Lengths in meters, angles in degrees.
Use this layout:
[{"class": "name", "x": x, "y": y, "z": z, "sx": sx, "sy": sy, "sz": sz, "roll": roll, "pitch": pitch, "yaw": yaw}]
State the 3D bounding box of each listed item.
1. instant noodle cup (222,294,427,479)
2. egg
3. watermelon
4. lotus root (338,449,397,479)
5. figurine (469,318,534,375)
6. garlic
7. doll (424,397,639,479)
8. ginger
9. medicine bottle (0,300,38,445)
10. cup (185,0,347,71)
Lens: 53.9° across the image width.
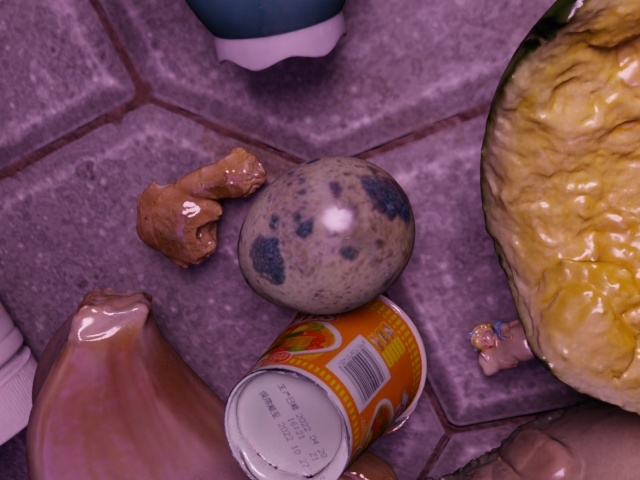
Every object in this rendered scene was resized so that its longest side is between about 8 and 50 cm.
[{"class": "instant noodle cup", "x": 0.003, "y": 0.144, "z": 0.598, "sx": 0.168, "sy": 0.185, "sz": 0.168, "roll": 4, "pitch": 102, "yaw": 21}, {"class": "egg", "x": 0.000, "y": 0.000, "z": 0.578, "sx": 0.182, "sy": 0.141, "sz": 0.141, "roll": -23, "pitch": 105, "yaw": 33}, {"class": "watermelon", "x": 0.267, "y": -0.057, "z": 0.439, "sx": 0.331, "sy": 0.189, "sz": 0.330, "roll": 1, "pitch": 118, "yaw": 1}, {"class": "lotus root", "x": 0.041, "y": 0.281, "z": 0.742, "sx": 0.150, "sy": 0.062, "sz": 0.073, "roll": 22, "pitch": 94, "yaw": 10}, {"class": "figurine", "x": 0.182, "y": 0.097, "z": 0.623, "sx": 0.083, "sy": 0.047, "sz": 0.050, "roll": -37, "pitch": 84, "yaw": 36}, {"class": "garlic", "x": -0.191, "y": 0.229, "z": 0.736, "sx": 0.340, "sy": 0.231, "sz": 0.246, "roll": 43, "pitch": 80, "yaw": -13}, {"class": "doll", "x": 0.228, "y": 0.280, "z": 0.590, "sx": 0.349, "sy": 0.247, "sz": 0.247, "roll": -31, "pitch": 102, "yaw": 42}, {"class": "ginger", "x": -0.125, "y": -0.027, "z": 0.647, "sx": 0.165, "sy": 0.067, "sz": 0.096, "roll": -22, "pitch": 84, "yaw": 26}, {"class": "medicine bottle", "x": -0.492, "y": 0.102, "z": 0.762, "sx": 0.190, "sy": 0.190, "sz": 0.332, "roll": -18, "pitch": 107, "yaw": 25}, {"class": "cup", "x": -0.045, "y": -0.229, "z": 0.475, "sx": 0.300, "sy": 0.167, "sz": 0.173, "roll": -13, "pitch": 121, "yaw": -3}]
